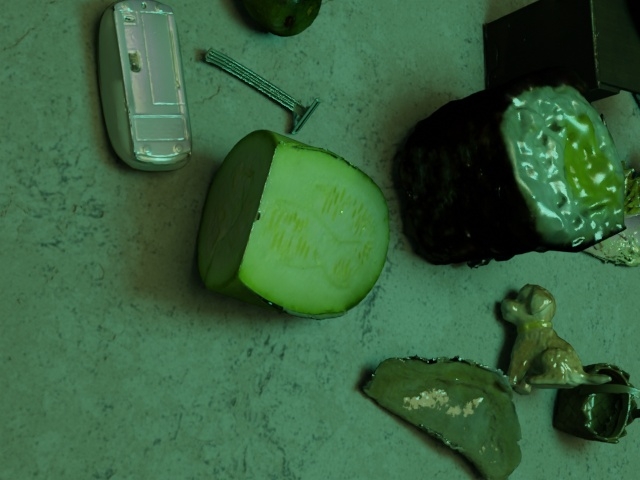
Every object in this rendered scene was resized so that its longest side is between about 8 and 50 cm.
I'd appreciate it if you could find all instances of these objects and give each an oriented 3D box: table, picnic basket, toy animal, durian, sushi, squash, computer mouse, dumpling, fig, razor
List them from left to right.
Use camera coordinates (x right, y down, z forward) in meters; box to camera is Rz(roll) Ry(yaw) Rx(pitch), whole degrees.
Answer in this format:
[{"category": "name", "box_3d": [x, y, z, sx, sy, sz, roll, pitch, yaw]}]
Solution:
[{"category": "computer mouse", "box_3d": [-0.241, -0.215, 1.415, 0.126, 0.056, 0.245, -6, 87, -35]}, {"category": "razor", "box_3d": [-0.093, -0.236, 1.537, 0.191, 0.037, 0.068, 30, 108, -24]}, {"category": "fig", "box_3d": [-0.077, -0.388, 1.543, 0.156, 0.123, 0.123, 34, 57, 17]}, {"category": "squash", "box_3d": [0.000, 0.000, 1.461, 0.309, 0.210, 0.234, 19, 84, -27]}, {"category": "dumpling", "box_3d": [0.223, 0.255, 1.650, 0.332, 0.086, 0.166, 38, 95, -25]}, {"category": "sushi", "box_3d": [0.306, -0.112, 1.640, 0.281, 0.294, 0.299, 6, 78, -31]}, {"category": "toy animal", "box_3d": [0.403, 0.162, 1.742, 0.104, 0.183, 0.185, 35, 53, -54]}, {"category": "table", "box_3d": [0.483, -0.310, 1.825, 0.282, 0.250, 0.196, 6, 77, -36]}, {"category": "durian", "box_3d": [0.546, -0.084, 1.931, 0.305, 0.185, 0.196, 7, 55, -26]}, {"category": "picnic basket", "box_3d": [0.508, 0.286, 1.787, 0.128, 0.178, 0.138, 26, 69, -29]}]

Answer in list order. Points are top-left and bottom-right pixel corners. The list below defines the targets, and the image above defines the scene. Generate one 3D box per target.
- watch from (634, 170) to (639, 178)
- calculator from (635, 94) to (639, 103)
[{"category": "watch", "box_3d": [0.735, -0.091, 2.005, 0.237, 0.195, 0.068, 45, 58, -33]}, {"category": "calculator", "box_3d": [0.747, -0.365, 2.141, 0.173, 0.051, 0.293, 47, 59, -19]}]
